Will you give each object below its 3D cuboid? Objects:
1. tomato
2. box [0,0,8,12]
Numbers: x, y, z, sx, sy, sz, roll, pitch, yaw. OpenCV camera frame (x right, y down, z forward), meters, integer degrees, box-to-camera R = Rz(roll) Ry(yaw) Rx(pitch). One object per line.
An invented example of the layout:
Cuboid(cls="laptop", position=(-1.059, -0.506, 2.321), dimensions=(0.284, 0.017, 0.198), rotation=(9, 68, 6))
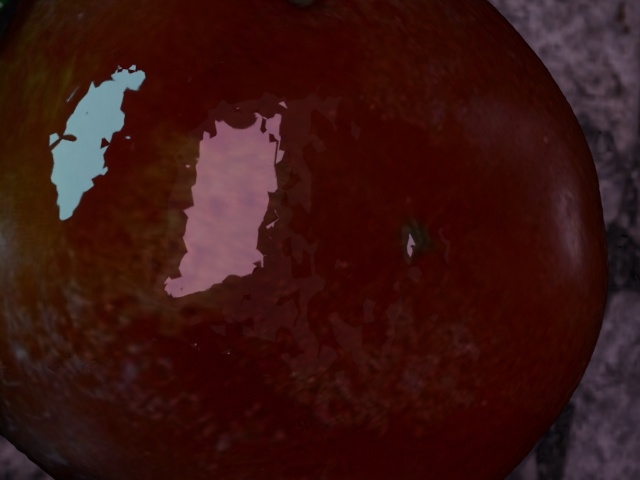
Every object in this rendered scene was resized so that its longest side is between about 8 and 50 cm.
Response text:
Cuboid(cls="tomato", position=(0.008, -0.006, 0.671), dimensions=(0.338, 0.143, 0.338), rotation=(3, 85, -30))
Cuboid(cls="box", position=(-0.183, -0.222, 0.664), dimensions=(0.180, 0.103, 0.250), rotation=(24, 80, -16))
